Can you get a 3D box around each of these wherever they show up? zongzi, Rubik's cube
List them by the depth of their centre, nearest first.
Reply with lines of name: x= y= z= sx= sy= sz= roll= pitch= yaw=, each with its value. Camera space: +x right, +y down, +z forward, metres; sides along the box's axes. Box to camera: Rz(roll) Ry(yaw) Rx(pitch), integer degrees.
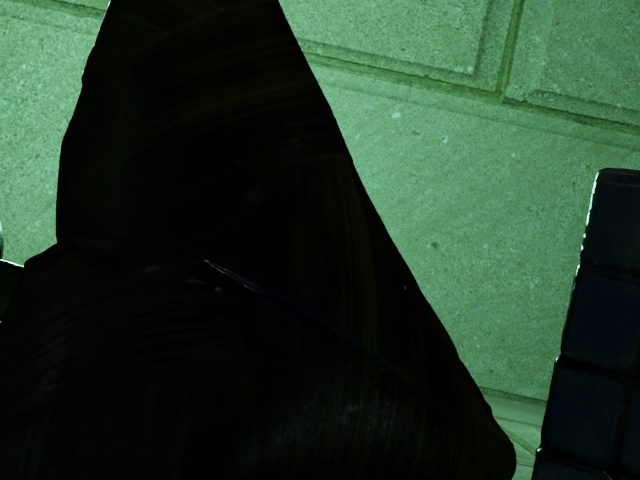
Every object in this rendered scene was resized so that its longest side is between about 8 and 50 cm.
zongzi: x=0.000 y=0.000 z=0.877 sx=0.208 sy=0.432 sz=0.403 roll=6 pitch=-6 yaw=41
Rubik's cube: x=0.422 y=0.143 z=1.175 sx=0.344 sy=0.337 sz=0.344 roll=12 pitch=0 yaw=45

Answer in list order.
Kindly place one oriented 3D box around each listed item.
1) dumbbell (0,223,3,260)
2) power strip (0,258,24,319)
dumbbell: x=-0.381 y=0.038 z=1.327 sx=0.152 sy=0.152 sz=0.218 roll=12 pitch=21 yaw=-14
power strip: x=-0.135 y=0.099 z=1.123 sx=0.251 sy=0.092 sz=0.257 roll=6 pitch=-38 yaw=38
